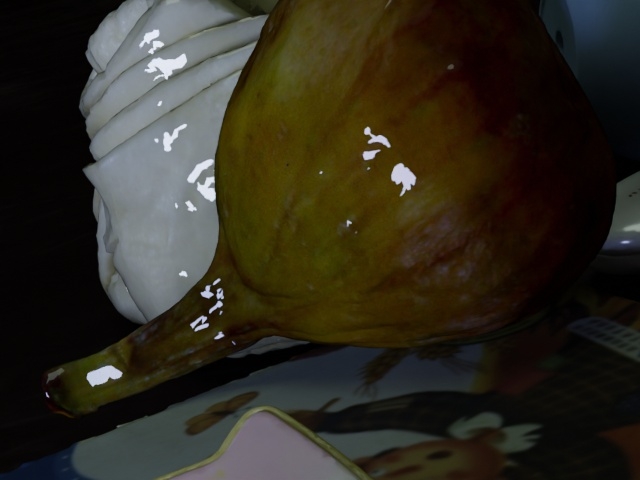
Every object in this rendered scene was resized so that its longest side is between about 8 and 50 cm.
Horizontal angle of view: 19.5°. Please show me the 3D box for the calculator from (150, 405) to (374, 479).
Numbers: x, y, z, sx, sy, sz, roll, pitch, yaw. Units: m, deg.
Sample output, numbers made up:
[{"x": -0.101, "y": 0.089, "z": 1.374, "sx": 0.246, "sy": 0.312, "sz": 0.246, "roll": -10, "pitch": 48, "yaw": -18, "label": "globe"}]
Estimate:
[{"x": -0.018, "y": 0.148, "z": 0.576, "sx": 0.157, "sy": 0.033, "sz": 0.236, "roll": -20, "pitch": 38, "yaw": -16, "label": "calculator"}]

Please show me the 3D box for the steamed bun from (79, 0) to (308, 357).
[{"x": -0.021, "y": -0.070, "z": 1.085, "sx": 0.276, "sy": 0.203, "sz": 0.289, "roll": -10, "pitch": 17, "yaw": 21, "label": "steamed bun"}]

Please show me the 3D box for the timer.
[{"x": 0.256, "y": -0.112, "z": 1.118, "sx": 0.255, "sy": 0.175, "sz": 0.175, "roll": 14, "pitch": 19, "yaw": 0, "label": "timer"}]

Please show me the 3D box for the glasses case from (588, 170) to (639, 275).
[{"x": 0.221, "y": -0.029, "z": 0.988, "sx": 0.193, "sy": 0.049, "sz": 0.074, "roll": -21, "pitch": 17, "yaw": -19, "label": "glasses case"}]

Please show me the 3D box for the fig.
[{"x": 0.001, "y": -0.024, "z": 0.880, "sx": 0.290, "sy": 0.190, "sz": 0.190, "roll": -27, "pitch": 8, "yaw": 33, "label": "fig"}]

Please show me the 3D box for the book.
[{"x": -0.026, "y": 0.122, "z": 0.753, "sx": 0.428, "sy": 0.039, "sz": 0.300, "roll": -21, "pitch": 17, "yaw": -17, "label": "book"}]
